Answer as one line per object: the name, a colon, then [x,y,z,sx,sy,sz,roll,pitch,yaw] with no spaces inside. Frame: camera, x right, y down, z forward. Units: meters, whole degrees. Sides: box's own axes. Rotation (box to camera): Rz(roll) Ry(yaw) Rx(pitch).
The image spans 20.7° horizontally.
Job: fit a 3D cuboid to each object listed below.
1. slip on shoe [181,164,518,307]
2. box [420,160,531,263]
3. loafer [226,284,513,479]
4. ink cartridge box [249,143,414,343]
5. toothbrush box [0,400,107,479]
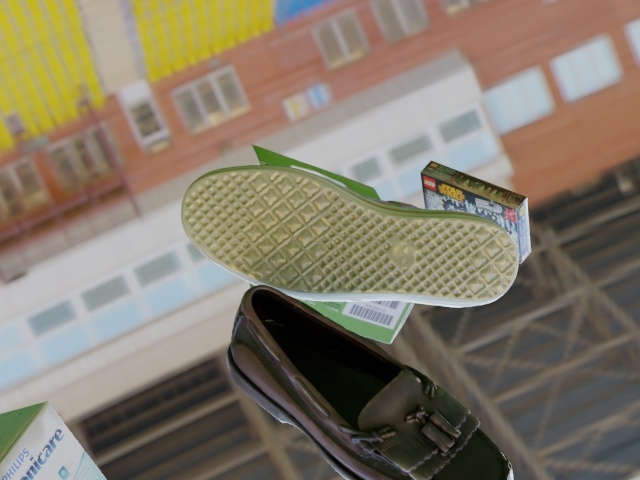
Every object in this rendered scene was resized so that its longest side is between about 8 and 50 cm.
slip on shoe: [0.025,0.000,1.703,0.331,0.123,0.101,9,180,-12]
box: [0.186,-0.034,2.097,0.137,0.094,0.027,23,-127,30]
loafer: [0.038,0.141,1.538,0.302,0.095,0.109,30,-128,25]
ink cartridge box: [0.000,0.000,2.144,0.097,0.189,0.255,-63,-157,21]
toothbrush box: [-0.307,0.332,1.842,0.216,0.295,0.126,-16,-154,35]
